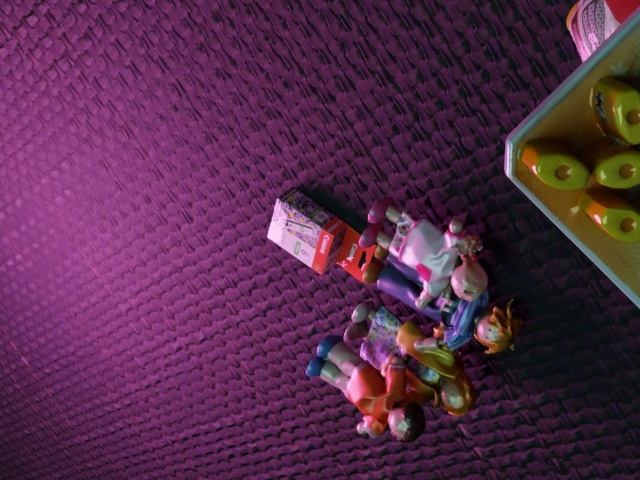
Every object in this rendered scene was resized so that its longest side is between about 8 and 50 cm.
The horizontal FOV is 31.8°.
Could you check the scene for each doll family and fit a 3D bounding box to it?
[{"bbox_3d":[0.110,0.082,1.117,0.163,0.118,0.263,35,120,27],"label":"doll family"}]

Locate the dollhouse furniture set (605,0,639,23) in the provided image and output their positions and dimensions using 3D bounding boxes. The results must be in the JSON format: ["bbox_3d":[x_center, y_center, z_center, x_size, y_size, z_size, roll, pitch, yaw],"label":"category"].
[{"bbox_3d":[0.297,-0.078,0.672,0.201,0.152,0.374,-2,142,44],"label":"dollhouse furniture set"}]

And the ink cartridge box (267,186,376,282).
[{"bbox_3d":[0.000,0.000,1.196,0.115,0.029,0.063,35,137,18],"label":"ink cartridge box"}]

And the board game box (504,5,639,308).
[{"bbox_3d":[0.361,-0.043,0.564,0.390,0.050,0.390,43,101,-13],"label":"board game box"}]

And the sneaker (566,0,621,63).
[{"bbox_3d":[0.255,-0.096,0.865,0.092,0.088,0.225,19,134,59],"label":"sneaker"}]
